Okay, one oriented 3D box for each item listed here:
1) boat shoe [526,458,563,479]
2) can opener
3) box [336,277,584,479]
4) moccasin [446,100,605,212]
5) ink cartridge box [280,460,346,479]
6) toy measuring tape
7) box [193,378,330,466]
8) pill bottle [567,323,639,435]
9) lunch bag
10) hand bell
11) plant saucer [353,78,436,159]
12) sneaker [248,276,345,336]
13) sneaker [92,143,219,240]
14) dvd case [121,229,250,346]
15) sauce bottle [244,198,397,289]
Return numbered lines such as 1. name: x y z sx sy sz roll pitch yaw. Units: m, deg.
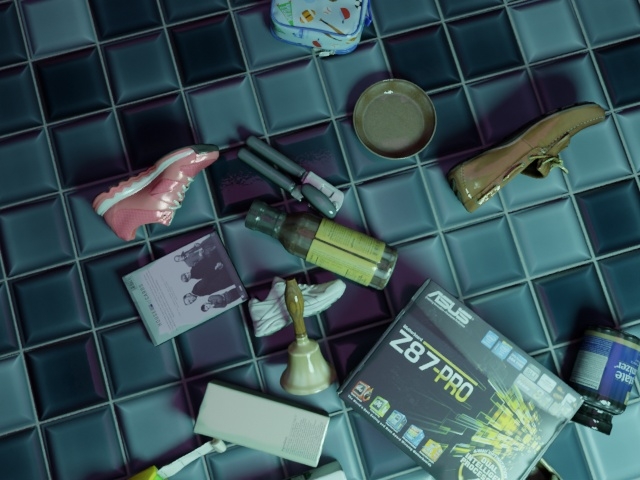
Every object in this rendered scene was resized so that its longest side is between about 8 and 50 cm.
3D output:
1. boat shoe: 0.475 0.538 1.217 0.109 0.098 0.302 -33 77 -13
2. can opener: -0.067 -0.151 1.318 0.280 0.093 0.074 34 84 8
3. box: 0.281 0.323 1.191 0.395 0.097 0.318 39 83 11
4. moccasin: 0.483 -0.191 1.310 0.380 0.139 0.147 -30 85 -5
5. ink cartridge box: -0.033 0.589 1.218 0.219 0.092 0.160 -17 84 -5
6. toy measuring tape: -0.343 0.539 1.201 0.330 0.121 0.121 -27 84 -5
7. box: -0.124 0.393 1.240 0.275 0.094 0.113 17 82 1
8. pill bottle: 0.620 0.306 1.259 0.122 0.123 0.219 21 83 1
9. lunch bag: 0.009 -0.596 1.363 0.243 0.115 0.304 9 82 -3
10. hand bell: -0.044 0.188 1.205 0.126 0.126 0.242 -10 110 -3
11. plant saucer: 0.175 -0.286 1.365 0.198 0.036 0.199 0 83 -2
12. sneaker: -0.059 0.124 1.282 0.232 0.090 0.115 -23 81 -5
13. sneaker: -0.353 -0.109 1.305 0.313 0.116 0.136 -30 95 2
14. dvd case: -0.306 0.108 1.304 0.238 0.029 0.179 -27 84 -4
15. sauce bottle: 0.000 0.000 1.286 0.344 0.111 0.111 24 83 1
